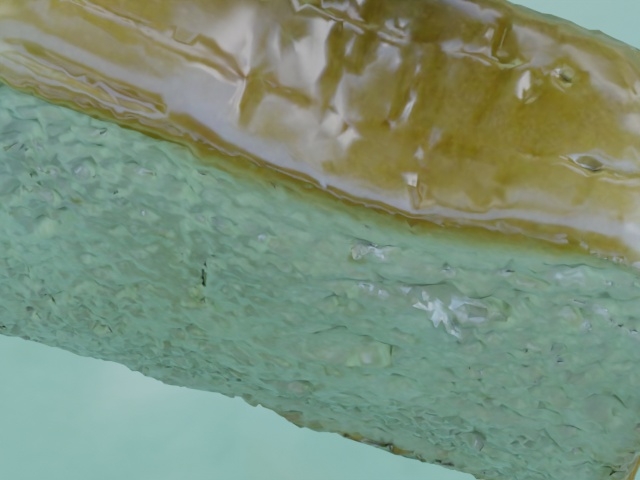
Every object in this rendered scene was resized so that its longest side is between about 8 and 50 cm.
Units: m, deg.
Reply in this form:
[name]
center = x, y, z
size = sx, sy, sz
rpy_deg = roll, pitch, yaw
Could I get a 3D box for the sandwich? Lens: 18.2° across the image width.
[sandwich]
center = 0.000, 0.001, 0.618
size = 0.251, 0.226, 0.087
rpy_deg = 17, 62, 2
